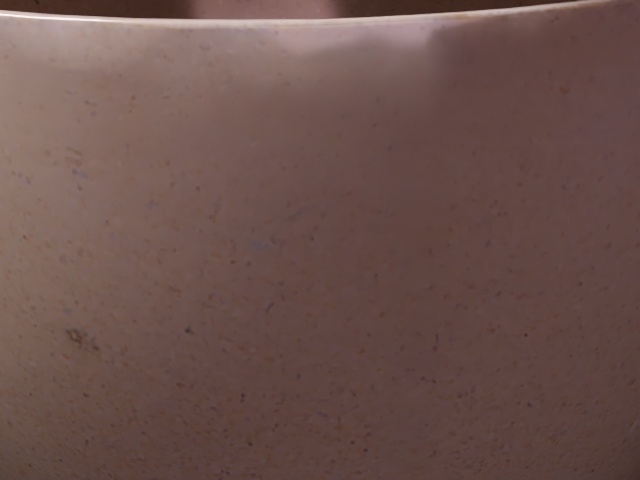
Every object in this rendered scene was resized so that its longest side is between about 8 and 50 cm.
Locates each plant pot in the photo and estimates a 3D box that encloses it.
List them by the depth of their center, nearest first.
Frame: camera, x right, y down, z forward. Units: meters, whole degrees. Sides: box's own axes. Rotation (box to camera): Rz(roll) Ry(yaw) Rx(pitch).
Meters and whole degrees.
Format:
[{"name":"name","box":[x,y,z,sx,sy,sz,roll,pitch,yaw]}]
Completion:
[{"name":"plant pot","box":[0.000,0.000,0.539,0.284,0.284,0.191,-5,110,-9]}]
